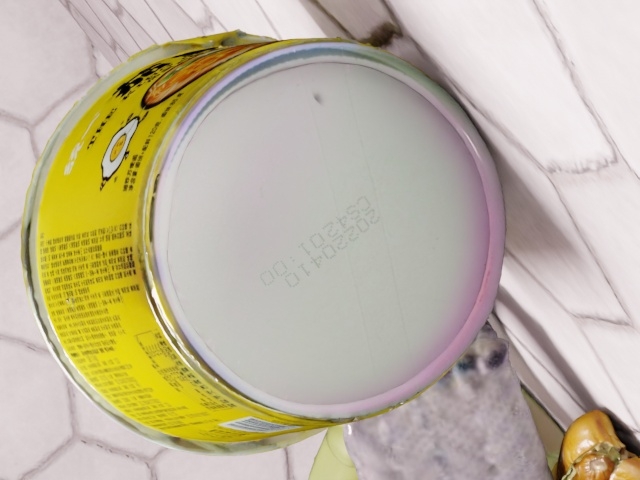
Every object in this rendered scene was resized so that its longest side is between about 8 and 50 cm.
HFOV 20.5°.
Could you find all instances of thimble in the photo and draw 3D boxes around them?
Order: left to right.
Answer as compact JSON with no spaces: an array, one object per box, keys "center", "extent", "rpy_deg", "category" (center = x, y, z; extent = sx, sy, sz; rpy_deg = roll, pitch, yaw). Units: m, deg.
[{"center":[0.100,0.155,1.537],"extent":[0.245,0.157,0.217],"rpy_deg":[68,-179,-55],"category":"thimble"}]

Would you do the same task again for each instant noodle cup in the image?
[{"center":[-0.032,-0.002,1.230],"extent":[0.325,0.325,0.254],"rpy_deg":[52,165,-9],"category":"instant noodle cup"}]

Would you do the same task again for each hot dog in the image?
[{"center":[0.243,0.214,1.530],"extent":[0.100,0.068,0.249],"rpy_deg":[50,174,19],"category":"hot dog"}]

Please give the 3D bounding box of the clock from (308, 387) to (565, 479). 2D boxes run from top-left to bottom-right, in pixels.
[{"center":[0.156,0.280,1.787],"extent":[0.348,0.117,0.286],"rpy_deg":[42,138,21],"category":"clock"}]
